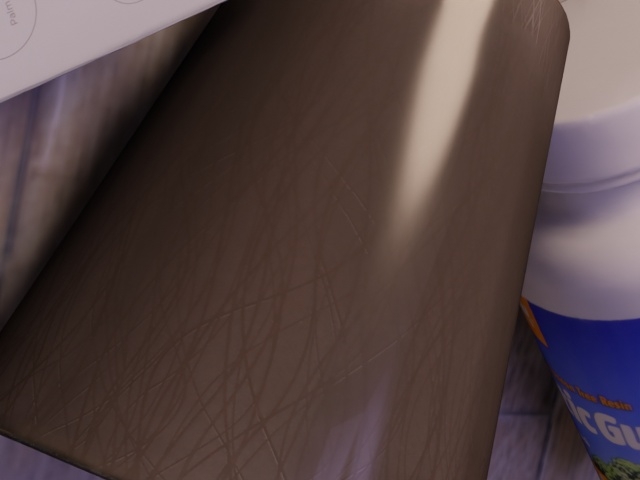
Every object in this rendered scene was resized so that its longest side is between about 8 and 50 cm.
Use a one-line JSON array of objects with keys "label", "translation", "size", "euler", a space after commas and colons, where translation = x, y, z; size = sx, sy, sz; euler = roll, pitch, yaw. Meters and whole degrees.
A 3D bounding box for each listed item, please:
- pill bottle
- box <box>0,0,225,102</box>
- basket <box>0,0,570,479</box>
[{"label": "pill bottle", "translation": [0.174, 0.017, 0.653], "size": [0.152, 0.152, 0.272], "euler": [-43, 124, -21]}, {"label": "box", "translation": [-0.113, -0.122, 0.429], "size": [0.170, 0.091, 0.130], "euler": [-30, 119, -29]}, {"label": "basket", "translation": [0.000, 0.000, 0.509], "size": [0.204, 0.154, 0.227], "euler": [22, 78, 4]}]
